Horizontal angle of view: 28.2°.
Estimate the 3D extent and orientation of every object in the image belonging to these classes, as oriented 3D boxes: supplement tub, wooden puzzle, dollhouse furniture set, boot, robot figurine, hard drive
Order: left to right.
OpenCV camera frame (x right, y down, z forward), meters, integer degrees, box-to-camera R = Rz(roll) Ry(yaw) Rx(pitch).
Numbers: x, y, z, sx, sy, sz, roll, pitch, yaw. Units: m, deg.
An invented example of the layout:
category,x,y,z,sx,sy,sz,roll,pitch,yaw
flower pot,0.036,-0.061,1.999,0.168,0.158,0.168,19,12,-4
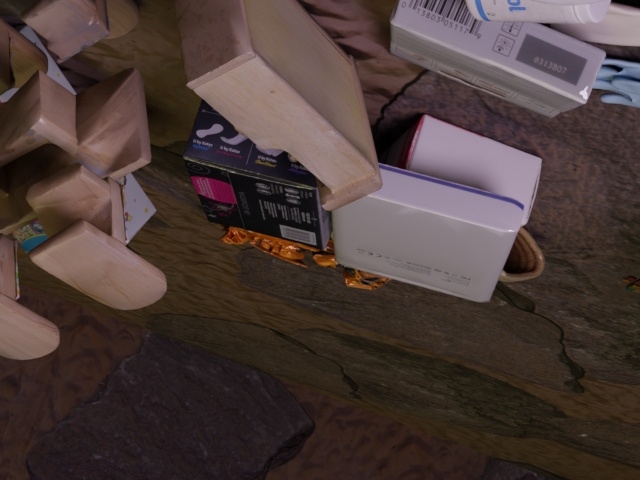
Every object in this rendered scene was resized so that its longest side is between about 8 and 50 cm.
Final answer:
category,x,y,z,sx,sy,sz,roll,pitch,yaw
dollhouse furniture set,-0.178,-0.101,1.297,0.394,0.362,0.256,-24,145,21
robot figurine,0.000,0.000,1.918,0.291,0.085,0.211,19,165,-8
hard drive,0.118,-0.006,1.517,0.210,0.040,0.319,15,164,6
boot,0.156,-0.002,1.728,0.262,0.095,0.203,27,162,-37
supplement tub,0.176,-0.212,1.036,0.107,0.071,0.071,7,162,31
wooden puzzle,0.467,0.070,1.819,0.083,0.006,0.049,18,164,-5

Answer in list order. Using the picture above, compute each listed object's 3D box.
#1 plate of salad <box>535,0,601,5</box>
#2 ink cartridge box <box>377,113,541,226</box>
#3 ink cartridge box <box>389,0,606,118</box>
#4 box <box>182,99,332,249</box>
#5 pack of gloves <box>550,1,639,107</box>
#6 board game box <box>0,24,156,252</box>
category,x,y,z,sx,sy,sz,roll,pitch,yaw
plate of salad,0.158,-0.256,0.932,0.200,0.048,0.200,24,149,16
ink cartridge box,0.150,-0.059,1.550,0.158,0.092,0.218,20,162,-9
ink cartridge box,0.158,-0.179,1.210,0.189,0.066,0.232,23,-173,2
box,-0.053,-0.103,1.520,0.163,0.142,0.247,14,165,6
pack of gloves,0.325,-0.162,1.136,0.232,0.046,0.195,21,167,27
board game box,-0.385,-0.122,1.668,0.224,0.097,0.303,1,134,46
